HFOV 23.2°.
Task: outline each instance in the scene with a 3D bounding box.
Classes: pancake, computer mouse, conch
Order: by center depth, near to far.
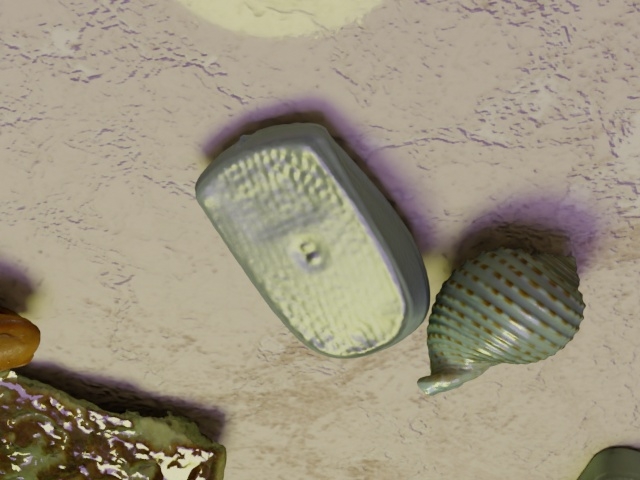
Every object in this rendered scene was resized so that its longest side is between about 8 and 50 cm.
[{"bbox_3d":[0.000,0.000,1.253,0.128,0.079,0.231,-22,117,19],"label":"computer mouse"},{"bbox_3d":[0.147,0.061,1.286,0.153,0.102,0.135,-21,163,17],"label":"conch"},{"bbox_3d":[-0.298,0.270,1.536,0.305,0.067,0.427,36,119,-18],"label":"pancake"}]

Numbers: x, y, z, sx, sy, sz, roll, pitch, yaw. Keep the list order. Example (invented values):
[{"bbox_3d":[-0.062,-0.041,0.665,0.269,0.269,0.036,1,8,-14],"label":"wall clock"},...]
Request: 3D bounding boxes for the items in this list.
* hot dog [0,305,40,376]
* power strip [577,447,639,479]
[{"bbox_3d":[-0.356,0.090,1.303,0.249,0.068,0.100,0,-172,-33],"label":"hot dog"},{"bbox_3d":[0.357,0.340,1.549,0.261,0.141,0.229,15,137,-8],"label":"power strip"}]
